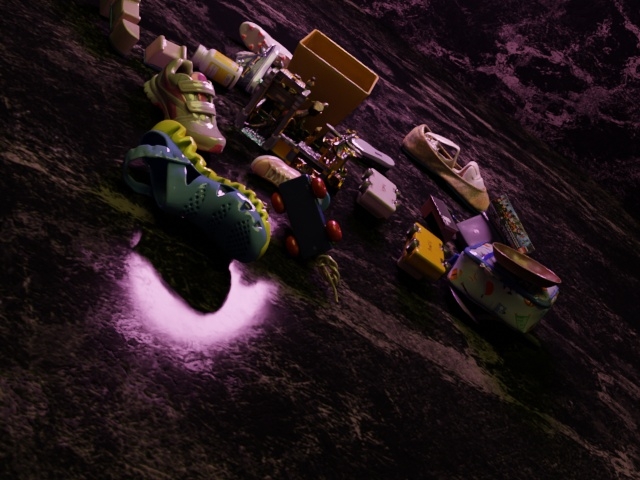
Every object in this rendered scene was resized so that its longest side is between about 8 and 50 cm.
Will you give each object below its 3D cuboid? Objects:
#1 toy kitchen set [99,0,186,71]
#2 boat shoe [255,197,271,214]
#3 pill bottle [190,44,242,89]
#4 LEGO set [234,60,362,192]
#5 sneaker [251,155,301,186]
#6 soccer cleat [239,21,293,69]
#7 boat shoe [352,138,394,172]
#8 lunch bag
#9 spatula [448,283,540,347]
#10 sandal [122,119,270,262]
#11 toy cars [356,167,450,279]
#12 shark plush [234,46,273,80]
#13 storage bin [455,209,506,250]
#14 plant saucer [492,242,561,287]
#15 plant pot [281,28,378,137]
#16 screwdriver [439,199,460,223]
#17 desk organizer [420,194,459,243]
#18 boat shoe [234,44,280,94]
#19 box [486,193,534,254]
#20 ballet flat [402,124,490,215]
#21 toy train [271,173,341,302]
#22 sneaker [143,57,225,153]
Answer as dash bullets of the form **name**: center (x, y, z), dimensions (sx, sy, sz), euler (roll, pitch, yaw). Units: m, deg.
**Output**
- **toy kitchen set**: center (-0.401, -0.478, 1.783), dimensions (0.166, 0.122, 0.207), euler (18, 52, -37)
- **boat shoe**: center (-0.132, -0.046, 1.454), dimensions (0.064, 0.060, 0.178), euler (25, 10, -4)
- **pill bottle**: center (-0.251, -0.420, 1.897), dimensions (0.116, 0.065, 0.065), euler (30, 27, -18)
- **LEGO set**: center (-0.027, -0.290, 1.831), dimensions (0.331, 0.192, 0.255), euler (41, 26, 5)
- **sneaker**: center (-0.081, -0.132, 1.665), dimensions (0.134, 0.051, 0.070), euler (22, 25, -39)
- **soccer cleat**: center (-0.153, -0.553, 2.249), dimensions (0.196, 0.068, 0.076), euler (36, 20, -22)
- **boat shoe**: center (0.132, -0.224, 2.107), dimensions (0.142, 0.040, 0.049), euler (28, 36, -20)
- **lunch bag**: center (0.424, 0.097, 1.836), dimensions (0.243, 0.115, 0.303), euler (38, 16, 17)
- **spatula**: center (0.403, 0.185, 1.803), dimensions (0.296, 0.030, 0.084), euler (27, 25, -24)
- **sandal**: center (-0.220, -0.071, 1.328), dimensions (0.317, 0.126, 0.138), euler (40, 35, 17)
- **toy cars**: center (0.172, -0.030, 1.800), dimensions (0.176, 0.087, 0.394), euler (18, 29, -45)
- **shark plush**: center (-0.163, -0.434, 2.087), dimensions (0.067, 0.073, 0.161), euler (-24, 85, -41)
- **storage bin**: center (0.412, 0.000, 2.049), dimensions (0.091, 0.098, 0.135), euler (-16, 44, -4)
- **plant saucer**: center (0.447, 0.058, 1.730), dimensions (0.168, 0.029, 0.168), euler (27, 15, -8)
- **plant pot**: center (0.001, -0.393, 2.041), dimensions (0.212, 0.187, 0.212), euler (36, 25, -5)
- **screwdriver**: center (0.382, -0.046, 2.178), dimensions (0.170, 0.025, 0.024), euler (48, 25, -1)
- **desk organizer**: center (0.307, -0.054, 2.044), dimensions (0.047, 0.050, 0.130), euler (23, 30, -29)
- **boat shoe**: center (-0.170, -0.457, 2.008), dimensions (0.083, 0.065, 0.183), euler (33, 52, -8)
- **box**: center (0.488, -0.018, 2.058), dimensions (0.233, 0.044, 0.159), euler (57, 9, -78)
- **ballet flat**: center (0.400, -0.216, 2.358), dimensions (0.348, 0.123, 0.123), euler (42, 26, 7)
- **toy train**: center (0.000, 0.000, 1.533), dimensions (0.143, 0.105, 0.248), euler (-1, 72, -77)
- **sneaker**: center (-0.265, -0.279, 1.597), dimensions (0.103, 0.111, 0.252), euler (-1, 46, -53)
